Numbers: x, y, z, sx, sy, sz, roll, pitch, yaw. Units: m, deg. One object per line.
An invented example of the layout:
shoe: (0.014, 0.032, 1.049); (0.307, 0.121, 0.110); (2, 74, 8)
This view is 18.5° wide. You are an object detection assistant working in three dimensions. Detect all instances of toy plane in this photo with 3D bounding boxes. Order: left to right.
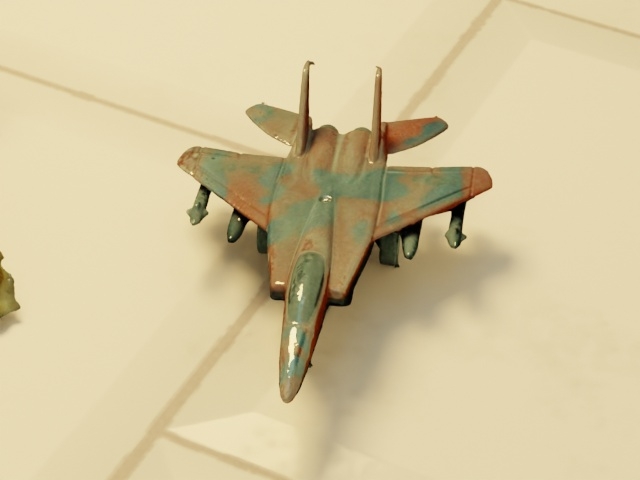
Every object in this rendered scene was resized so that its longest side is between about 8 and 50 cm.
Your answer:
toy plane: (0.000, 0.005, 1.331); (0.223, 0.104, 0.326); (5, 45, 5)

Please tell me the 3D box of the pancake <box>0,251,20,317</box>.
pancake: (-0.374, -0.080, 1.343); (0.305, 0.067, 0.426); (-2, 66, -24)
